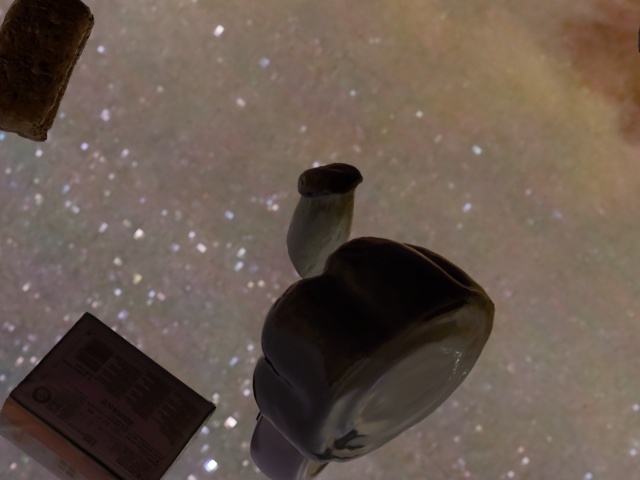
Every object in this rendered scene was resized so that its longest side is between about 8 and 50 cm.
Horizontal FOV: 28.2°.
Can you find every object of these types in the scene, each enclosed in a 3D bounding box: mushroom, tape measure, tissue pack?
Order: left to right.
[{"bbox_3d":[-0.288,0.240,1.704,0.225,0.124,0.185,36,-129,3],"label":"tissue pack"},{"bbox_3d":[-0.018,0.220,1.634,0.105,0.196,0.178,33,-170,16],"label":"tape measure"},{"bbox_3d":[-0.003,0.001,2.017,0.107,0.333,0.087,-13,-123,-19],"label":"mushroom"}]

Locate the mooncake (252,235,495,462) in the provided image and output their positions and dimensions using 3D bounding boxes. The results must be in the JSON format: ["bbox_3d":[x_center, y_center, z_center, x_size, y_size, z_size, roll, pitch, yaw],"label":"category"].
[{"bbox_3d":[0.049,0.107,1.258,0.133,0.245,0.245,42,-159,30],"label":"mooncake"}]

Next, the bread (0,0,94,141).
[{"bbox_3d":[-0.386,-0.239,1.707,0.113,0.211,0.083,16,161,-1],"label":"bread"}]

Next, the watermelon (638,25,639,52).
[{"bbox_3d":[0.383,-0.263,1.304,0.094,0.081,0.180,31,-111,-5],"label":"watermelon"}]
